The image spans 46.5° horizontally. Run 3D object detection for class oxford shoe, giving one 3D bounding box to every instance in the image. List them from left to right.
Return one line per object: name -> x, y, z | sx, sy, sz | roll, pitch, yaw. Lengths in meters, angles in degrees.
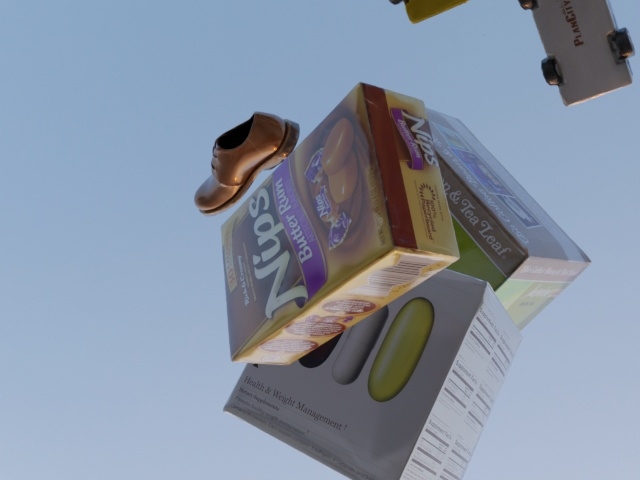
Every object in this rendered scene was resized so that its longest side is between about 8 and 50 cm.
oxford shoe -> -0.119, -0.106, 0.993 | 0.076, 0.076, 0.212 | 22, -43, -31

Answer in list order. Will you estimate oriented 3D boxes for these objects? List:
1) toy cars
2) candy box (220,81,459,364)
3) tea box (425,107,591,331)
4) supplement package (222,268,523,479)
toy cars -> 0.207, -0.313, 0.876 | 0.393, 0.087, 0.177 | 31, -56, 7
candy box -> 0.000, 0.000, 0.478 | 0.186, 0.053, 0.109 | -41, -131, 47
tea box -> 0.150, 0.019, 1.121 | 0.323, 0.220, 0.329 | -50, -123, 27
supplement package -> 0.056, 0.127, 0.722 | 0.194, 0.149, 0.203 | 18, -107, 34
